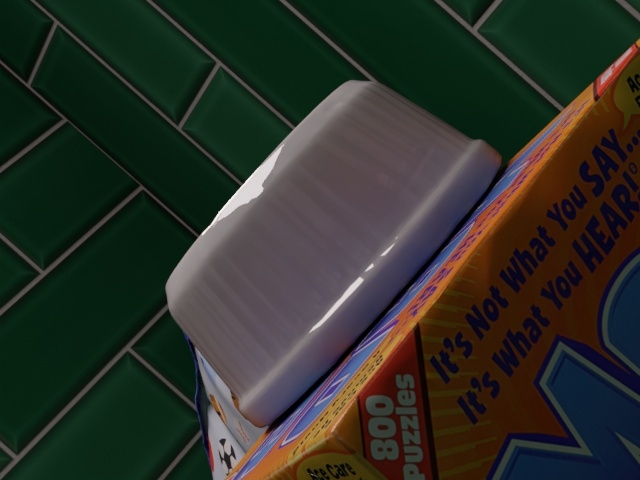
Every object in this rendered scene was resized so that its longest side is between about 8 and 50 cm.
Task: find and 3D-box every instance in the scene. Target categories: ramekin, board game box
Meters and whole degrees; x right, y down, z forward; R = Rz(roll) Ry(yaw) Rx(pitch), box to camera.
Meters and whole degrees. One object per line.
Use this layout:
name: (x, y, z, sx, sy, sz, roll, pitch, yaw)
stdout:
ramekin: (0.000, 0.000, 0.939, 0.273, 0.127, 0.273, -49, -1, -1)
board game box: (0.180, 0.160, 0.828, 0.356, 0.356, 0.356, -48, -1, -30)

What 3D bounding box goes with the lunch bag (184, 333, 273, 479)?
lunch bag: (0.045, 0.221, 1.228, 0.239, 0.386, 0.327, -46, -33, -37)
